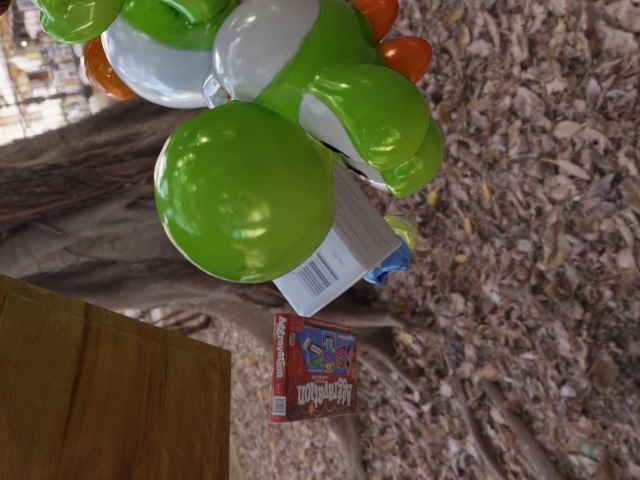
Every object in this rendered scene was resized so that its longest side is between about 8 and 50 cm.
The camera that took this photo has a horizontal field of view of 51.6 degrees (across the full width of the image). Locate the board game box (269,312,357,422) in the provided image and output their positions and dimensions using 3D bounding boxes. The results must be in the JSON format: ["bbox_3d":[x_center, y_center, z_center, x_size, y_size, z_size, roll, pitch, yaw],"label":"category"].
[{"bbox_3d":[-0.001,0.195,1.002,0.281,0.027,0.145,26,-116,-65],"label":"board game box"}]

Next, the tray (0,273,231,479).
[{"bbox_3d":[-0.154,0.231,0.388,0.076,0.202,0.411,-37,42,35],"label":"tray"}]

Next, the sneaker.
[{"bbox_3d":[0.062,0.019,1.226,0.240,0.091,0.126,-3,83,30],"label":"sneaker"}]

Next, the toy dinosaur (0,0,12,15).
[{"bbox_3d":[-0.314,-0.181,0.454,0.321,0.218,0.164,-3,129,51],"label":"toy dinosaur"}]

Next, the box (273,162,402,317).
[{"bbox_3d":[0.000,0.000,1.083,0.182,0.119,0.181,52,131,5],"label":"box"}]

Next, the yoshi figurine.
[{"bbox_3d":[-0.093,-0.100,0.451,0.362,0.203,0.203,35,123,35],"label":"yoshi figurine"}]
